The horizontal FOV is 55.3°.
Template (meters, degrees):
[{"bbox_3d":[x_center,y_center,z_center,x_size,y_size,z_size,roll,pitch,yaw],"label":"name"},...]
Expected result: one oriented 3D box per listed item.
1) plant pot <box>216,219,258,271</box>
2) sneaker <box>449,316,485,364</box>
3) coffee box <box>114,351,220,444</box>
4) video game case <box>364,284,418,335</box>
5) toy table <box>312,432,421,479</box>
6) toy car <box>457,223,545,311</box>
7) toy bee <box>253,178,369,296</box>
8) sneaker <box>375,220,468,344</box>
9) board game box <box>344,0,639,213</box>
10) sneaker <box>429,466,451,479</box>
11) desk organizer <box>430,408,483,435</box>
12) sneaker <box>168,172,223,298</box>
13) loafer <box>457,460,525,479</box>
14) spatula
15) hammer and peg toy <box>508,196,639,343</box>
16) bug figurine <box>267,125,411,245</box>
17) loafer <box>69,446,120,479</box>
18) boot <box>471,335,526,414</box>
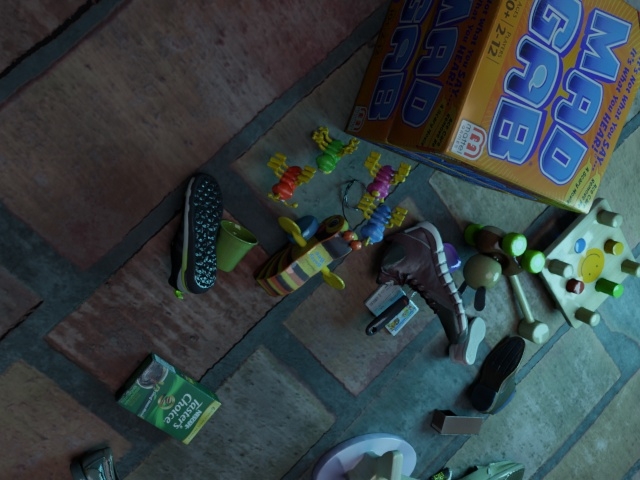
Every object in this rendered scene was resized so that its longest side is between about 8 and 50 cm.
[{"bbox_3d":[-0.176,0.016,1.188,0.083,0.083,0.079,23,106,-28],"label":"plant pot"},{"bbox_3d":[0.359,0.249,1.517,0.051,0.070,0.134,43,55,-19],"label":"sneaker"},{"bbox_3d":[-0.303,0.319,1.229,0.113,0.040,0.184,-49,118,-5],"label":"coffee box"},{"bbox_3d":[0.165,0.152,1.415,0.087,0.011,0.122,-45,117,-8],"label":"video game case"},{"bbox_3d":[0.135,0.571,1.437,0.274,0.161,0.253,-13,109,-20],"label":"toy table"},{"bbox_3d":[0.386,0.074,1.405,0.149,0.155,0.189,36,83,-28],"label":"toy car"},{"bbox_3d":[0.000,0.000,1.213,0.195,0.162,0.299,27,92,-27],"label":"toy bee"},{"bbox_3d":[0.209,0.106,1.344,0.162,0.106,0.282,-14,75,-8],"label":"sneaker"},{"bbox_3d":[0.326,-0.299,1.168,0.356,0.356,0.357,17,97,-27],"label":"board game box"},{"bbox_3d":[0.310,0.628,1.605,0.083,0.031,0.035,-49,117,-5],"label":"sneaker"},{"bbox_3d":[0.352,0.467,1.571,0.130,0.047,0.050,10,97,-27],"label":"desk organizer"},{"bbox_3d":[-0.247,-0.011,1.137,0.084,0.097,0.235,20,70,-53],"label":"sneaker"},{"bbox_3d":[0.454,0.646,1.647,0.268,0.092,0.102,-1,107,-41],"label":"loafer"},{"bbox_3d":[0.209,0.116,1.403,0.296,0.030,0.084,-41,117,-20],"label":"spatula"},{"bbox_3d":[0.640,0.094,1.551,0.361,0.127,0.266,-42,117,-9],"label":"hammer and peg toy"},{"bbox_3d":[0.045,-0.106,1.180,0.216,0.278,0.072,-54,164,-34],"label":"bug figurine"},{"bbox_3d":[-0.400,0.532,1.219,0.084,0.096,0.268,-30,113,-21],"label":"loafer"},{"bbox_3d":[0.472,0.356,1.594,0.219,0.082,0.106,-55,140,-7],"label":"boot"}]
